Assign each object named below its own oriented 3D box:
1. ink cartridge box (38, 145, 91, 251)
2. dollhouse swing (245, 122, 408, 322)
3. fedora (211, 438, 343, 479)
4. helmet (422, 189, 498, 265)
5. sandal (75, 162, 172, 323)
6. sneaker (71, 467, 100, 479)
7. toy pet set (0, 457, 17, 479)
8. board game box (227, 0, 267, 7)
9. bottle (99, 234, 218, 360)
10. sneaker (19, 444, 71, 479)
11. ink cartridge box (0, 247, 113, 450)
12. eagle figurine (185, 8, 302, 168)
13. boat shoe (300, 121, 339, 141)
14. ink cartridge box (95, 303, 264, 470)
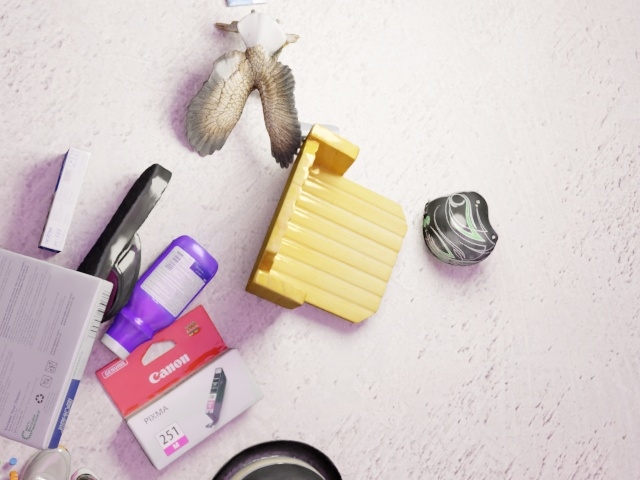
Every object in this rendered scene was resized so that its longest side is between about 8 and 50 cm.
[{"bbox_3d":[-0.517,-0.080,1.843,0.046,0.097,0.207,17,81,-19],"label":"ink cartridge box"},{"bbox_3d":[0.045,-0.005,1.938,0.305,0.315,0.346,23,80,-6],"label":"dollhouse swing"},{"bbox_3d":[-0.078,0.581,1.938,0.334,0.152,0.333,2,84,-22],"label":"fedora"},{"bbox_3d":[0.323,-0.020,2.120,0.170,0.169,0.161,-6,73,-21],"label":"helmet"},{"bbox_3d":[-0.409,0.050,1.842,0.107,0.168,0.445,36,76,-22],"label":"sandal"},{"bbox_3d":[-0.438,0.543,1.852,0.178,0.077,0.072,46,75,-13],"label":"sneaker"},{"bbox_3d":[-0.659,0.497,1.794,0.122,0.065,0.114,1,52,-23],"label":"toy pet set"},{"bbox_3d":[-0.170,-0.569,2.038,0.090,0.020,0.090,-11,93,-21],"label":"board game box"},{"bbox_3d":[-0.339,0.122,1.901,0.118,0.092,0.283,43,74,-13],"label":"bottle"},{"bbox_3d":[-0.560,0.528,1.783,0.099,0.121,0.262,29,78,-18],"label":"sneaker"},{"bbox_3d":[-0.591,0.185,1.702,0.330,0.071,0.324,16,81,13],"label":"ink cartridge box"},{"bbox_3d":[-0.139,-0.321,1.952,0.225,0.226,0.298,24,74,-38],"label":"eagle figurine"},{"bbox_3d":[-0.027,-0.240,2.062,0.142,0.049,0.040,3,125,-16],"label":"boat shoe"},{"bbox_3d":[-0.293,0.305,1.928,0.275,0.060,0.238,-33,100,-19],"label":"ink cartridge box"}]
